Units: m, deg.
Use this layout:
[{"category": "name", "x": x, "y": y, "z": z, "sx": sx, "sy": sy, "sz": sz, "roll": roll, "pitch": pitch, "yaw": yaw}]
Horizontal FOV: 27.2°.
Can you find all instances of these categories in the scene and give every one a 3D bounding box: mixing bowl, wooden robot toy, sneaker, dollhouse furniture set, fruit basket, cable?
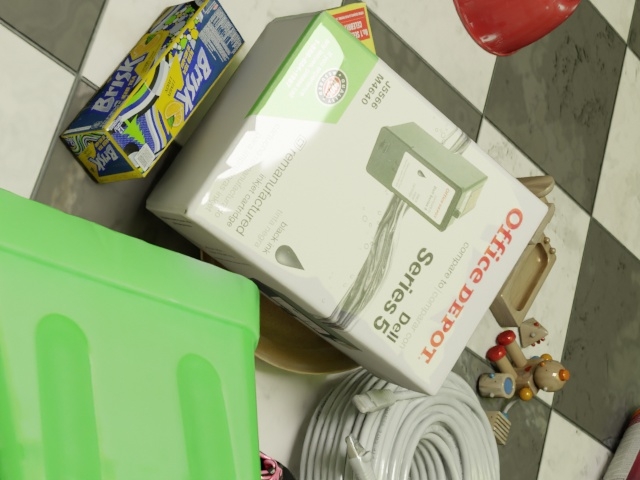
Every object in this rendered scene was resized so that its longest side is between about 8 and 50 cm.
[{"category": "mixing bowl", "x": 0.231, "y": -0.300, "z": 1.460, "sx": 0.181, "sy": 0.098, "sz": 0.181, "roll": 3, "pitch": 86, "yaw": -48}, {"category": "wooden robot toy", "x": 0.228, "y": 0.145, "z": 1.437, "sx": 0.173, "sy": 0.079, "sz": 0.076, "roll": -52, "pitch": 124, "yaw": -37}, {"category": "sneaker", "x": -0.054, "y": 0.200, "z": 1.135, "sx": 0.119, "sy": 0.057, "sz": 0.047, "roll": 33, "pitch": 62, "yaw": -43}, {"category": "dollhouse furniture set", "x": 0.231, "y": 0.010, "z": 1.416, "sx": 0.144, "sy": 0.123, "sz": 0.151, "roll": -55, "pitch": 125, "yaw": -35}, {"category": "fruit basket", "x": -0.222, "y": 0.097, "z": 0.793, "sx": 0.283, "sy": 0.392, "sz": 0.392, "roll": 23, "pitch": 71, "yaw": -46}, {"category": "cable", "x": 0.081, "y": 0.241, "z": 1.245, "sx": 0.257, "sy": 0.089, "sz": 0.257, "roll": -17, "pitch": 99, "yaw": -56}]

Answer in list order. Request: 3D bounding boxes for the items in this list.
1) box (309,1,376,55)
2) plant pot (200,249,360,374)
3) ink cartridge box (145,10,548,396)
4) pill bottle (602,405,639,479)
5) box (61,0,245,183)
[{"category": "box", "x": 0.022, "y": -0.100, "z": 1.238, "sx": 0.087, "sy": 0.058, "sz": 0.232, "roll": -22, "pitch": 103, "yaw": -44}, {"category": "plant pot", "x": 0.000, "y": 0.000, "z": 1.173, "sx": 0.236, "sy": 0.032, "sz": 0.236, "roll": -2, "pitch": 96, "yaw": -24}, {"category": "ink cartridge box", "x": 0.027, "y": -0.028, "z": 1.101, "sx": 0.273, "sy": 0.115, "sz": 0.198, "roll": 37, "pitch": 79, "yaw": -23}, {"category": "pill bottle", "x": 0.397, "y": 0.305, "z": 1.583, "sx": 0.221, "sy": 0.121, "sz": 0.121, "roll": -54, "pitch": 125, "yaw": -36}, {"category": "box", "x": -0.132, "y": -0.123, "z": 1.067, "sx": 0.054, "sy": 0.059, "sz": 0.169, "roll": 54, "pitch": 51, "yaw": -29}]
